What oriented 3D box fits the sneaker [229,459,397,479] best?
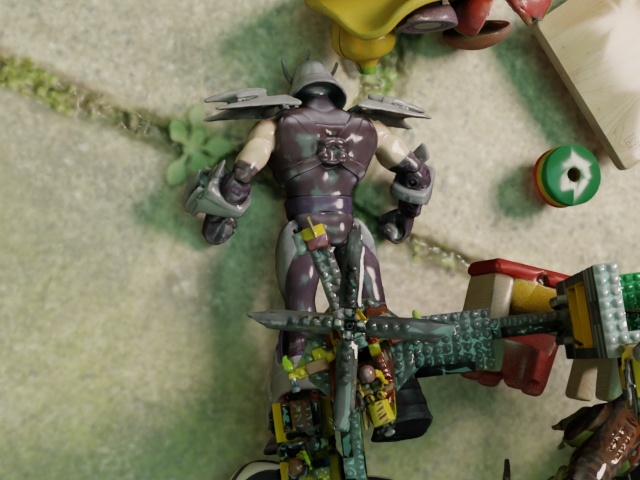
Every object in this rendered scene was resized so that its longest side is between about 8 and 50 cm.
[{"bbox_3d":[0.054,0.215,0.883,0.235,0.153,0.094,28,80,-13],"label":"sneaker"}]

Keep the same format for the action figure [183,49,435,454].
[{"bbox_3d":[0.000,0.000,0.915,0.185,0.099,0.285,-3,76,-10],"label":"action figure"}]

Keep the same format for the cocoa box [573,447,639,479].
[{"bbox_3d":[0.298,0.323,0.909,0.231,0.228,0.347,13,82,-15],"label":"cocoa box"}]

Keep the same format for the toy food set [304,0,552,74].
[{"bbox_3d":[0.096,-0.164,0.948,0.218,0.128,0.071,-18,112,-22],"label":"toy food set"}]

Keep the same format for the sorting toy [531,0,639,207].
[{"bbox_3d":[0.248,-0.146,1.024,0.274,0.046,0.132,-35,96,-16],"label":"sorting toy"}]

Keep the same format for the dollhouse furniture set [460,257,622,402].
[{"bbox_3d":[0.272,0.061,0.945,0.374,0.201,0.152,15,82,-9],"label":"dollhouse furniture set"}]

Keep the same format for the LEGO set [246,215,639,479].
[{"bbox_3d":[0.128,0.117,0.706,0.331,0.192,0.255,0,85,4],"label":"LEGO set"}]
